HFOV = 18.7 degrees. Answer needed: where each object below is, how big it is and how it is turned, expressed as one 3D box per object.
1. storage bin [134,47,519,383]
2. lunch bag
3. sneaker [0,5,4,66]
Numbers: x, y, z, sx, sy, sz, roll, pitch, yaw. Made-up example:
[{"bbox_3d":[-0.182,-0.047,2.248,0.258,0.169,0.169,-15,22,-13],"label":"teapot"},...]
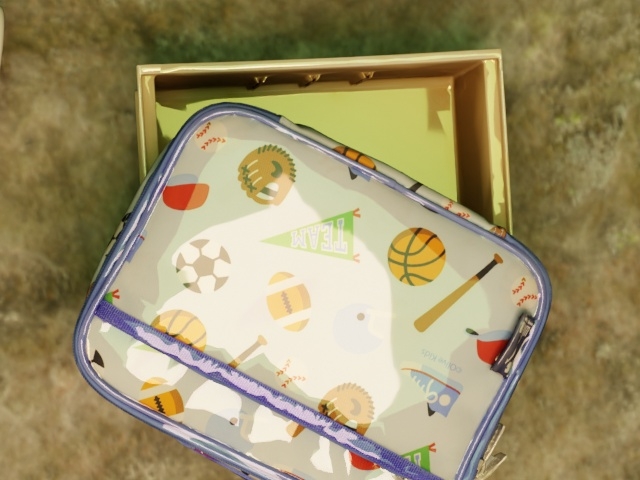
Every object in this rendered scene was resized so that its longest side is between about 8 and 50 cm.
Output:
[{"bbox_3d":[0.000,0.000,1.438,0.262,0.123,0.260,-4,89,-9],"label":"storage bin"},{"bbox_3d":[-0.003,0.062,1.321,0.303,0.115,0.243,29,88,-6],"label":"lunch bag"},{"bbox_3d":[-0.303,-0.076,1.416,0.121,0.079,0.216,11,89,-9],"label":"sneaker"}]
